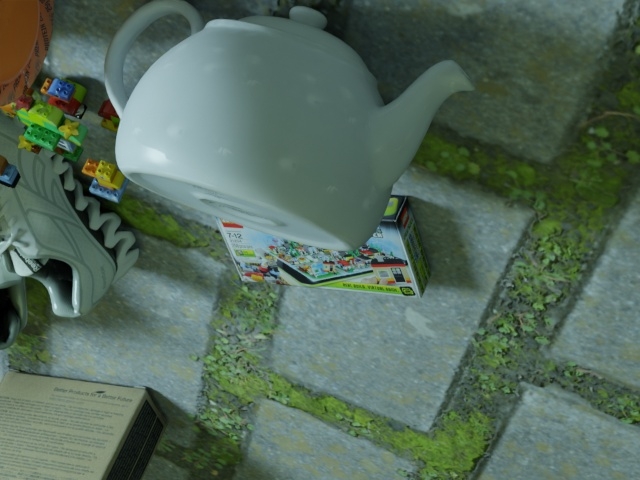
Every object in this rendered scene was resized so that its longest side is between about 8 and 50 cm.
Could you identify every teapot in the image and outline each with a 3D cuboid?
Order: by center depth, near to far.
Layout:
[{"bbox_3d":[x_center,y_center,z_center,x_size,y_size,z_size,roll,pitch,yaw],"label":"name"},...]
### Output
[{"bbox_3d":[-0.045,-0.111,1.141,0.256,0.187,0.252,20,174,-19],"label":"teapot"}]

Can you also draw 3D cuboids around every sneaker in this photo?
[{"bbox_3d":[-0.316,-0.038,1.432,0.110,0.118,0.292,-13,127,42],"label":"sneaker"},{"bbox_3d":[-0.414,0.085,1.587,0.146,0.122,0.330,64,152,22],"label":"sneaker"}]

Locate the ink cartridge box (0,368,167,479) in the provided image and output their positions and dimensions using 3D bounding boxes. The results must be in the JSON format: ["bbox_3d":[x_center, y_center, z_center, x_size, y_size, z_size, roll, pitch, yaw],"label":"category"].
[{"bbox_3d":[-0.346,0.281,1.765,0.235,0.193,0.088,4,140,27],"label":"ink cartridge box"}]

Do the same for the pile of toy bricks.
[{"bbox_3d":[-0.269,-0.113,1.299,0.212,0.118,0.105,21,162,6],"label":"pile of toy bricks"}]

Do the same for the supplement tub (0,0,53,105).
[{"bbox_3d":[-0.414,-0.219,1.208,0.316,0.193,0.193,12,141,17],"label":"supplement tub"}]

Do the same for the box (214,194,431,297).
[{"bbox_3d":[0.000,0.000,1.358,0.207,0.036,0.114,4,138,26],"label":"box"}]
